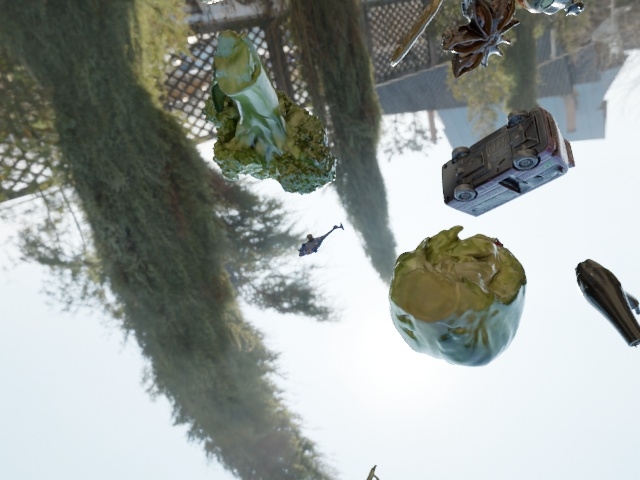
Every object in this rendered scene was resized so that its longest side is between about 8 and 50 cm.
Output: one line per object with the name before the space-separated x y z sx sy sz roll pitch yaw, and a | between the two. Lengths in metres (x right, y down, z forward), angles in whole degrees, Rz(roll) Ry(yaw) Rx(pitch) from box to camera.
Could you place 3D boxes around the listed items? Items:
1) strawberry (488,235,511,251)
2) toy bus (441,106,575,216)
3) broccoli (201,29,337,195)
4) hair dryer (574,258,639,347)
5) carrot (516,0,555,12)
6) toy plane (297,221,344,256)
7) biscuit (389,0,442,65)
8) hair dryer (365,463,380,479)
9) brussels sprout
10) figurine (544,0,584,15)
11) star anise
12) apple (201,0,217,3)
strawberry | 0.512 0.090 1.457 0.085 0.192 0.140 -17 -141 61
toy bus | 0.266 -0.107 0.720 0.178 0.098 0.087 -32 -136 47
broccoli | -0.096 -0.165 0.807 0.186 0.254 0.302 -41 -169 9
hair dryer | 0.766 0.165 1.245 0.272 0.091 0.235 14 -138 -34
carrot | 0.450 -0.591 1.109 0.087 0.193 0.087 -21 158 -9
toy plane | 0.000 0.000 1.532 0.167 0.054 0.062 -38 -139 -12
biscuit | 0.167 -0.368 0.874 0.147 0.018 0.071 -48 -167 40
hair dryer | 0.035 0.529 0.977 0.167 0.199 0.067 -2 173 27
brussels sprout | 0.323 0.147 1.177 0.371 0.315 0.276 0 -150 -45
figurine | 0.570 -0.623 1.176 0.126 0.192 0.147 -25 -174 -11
star anise | 0.414 -0.557 1.324 0.220 0.214 0.099 -27 -137 4
apple | -0.160 -0.463 0.794 0.156 0.147 0.158 20 -172 -20
